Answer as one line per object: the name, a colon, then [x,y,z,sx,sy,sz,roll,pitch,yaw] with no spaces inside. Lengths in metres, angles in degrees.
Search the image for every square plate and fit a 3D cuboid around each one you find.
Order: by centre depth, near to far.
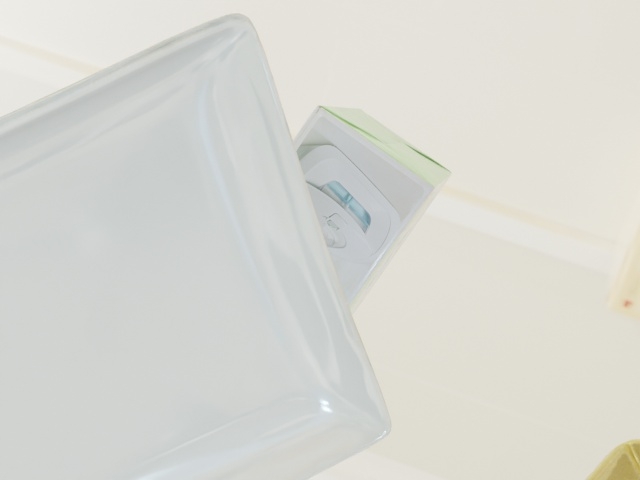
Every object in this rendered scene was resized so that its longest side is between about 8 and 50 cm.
square plate: [-0.153,0.068,0.747,0.049,0.344,0.347,52,165,54]

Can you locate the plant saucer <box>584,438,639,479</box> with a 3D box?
plant saucer: [0.387,0.279,1.118,0.333,0.332,0.081,-26,-79,-52]

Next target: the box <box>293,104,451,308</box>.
box: [0.000,0.000,1.112,0.231,0.127,0.262,-56,-5,9]
